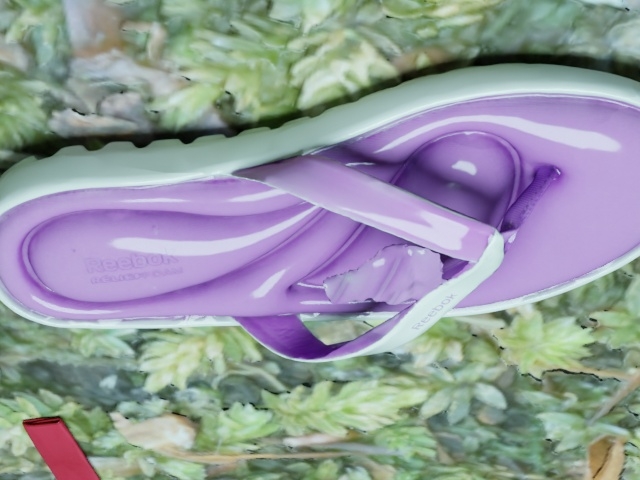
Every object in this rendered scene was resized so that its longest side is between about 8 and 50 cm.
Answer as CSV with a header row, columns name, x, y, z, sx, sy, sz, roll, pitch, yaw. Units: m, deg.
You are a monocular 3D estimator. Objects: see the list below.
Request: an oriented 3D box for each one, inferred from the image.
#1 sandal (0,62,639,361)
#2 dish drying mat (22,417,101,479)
name,x,y,z,sx,sy,sz,roll,pitch,yaw
sandal,0.004,0.011,0.809,0.416,0.102,0.169,-9,133,13
dish drying mat,-0.183,0.155,1.030,0.032,0.008,0.083,-9,133,14
